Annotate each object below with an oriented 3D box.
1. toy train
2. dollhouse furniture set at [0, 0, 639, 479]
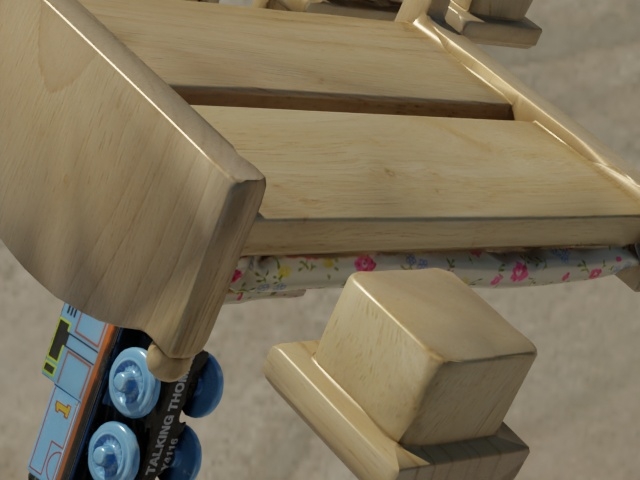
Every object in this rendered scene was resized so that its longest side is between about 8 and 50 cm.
[{"bbox_3d":[-0.129,0.119,1.076,0.105,0.184,0.080,28,14,40],"label":"toy train"},{"bbox_3d":[0.000,0.000,0.595,0.303,0.174,0.355,-1,35,-43],"label":"dollhouse furniture set"}]
